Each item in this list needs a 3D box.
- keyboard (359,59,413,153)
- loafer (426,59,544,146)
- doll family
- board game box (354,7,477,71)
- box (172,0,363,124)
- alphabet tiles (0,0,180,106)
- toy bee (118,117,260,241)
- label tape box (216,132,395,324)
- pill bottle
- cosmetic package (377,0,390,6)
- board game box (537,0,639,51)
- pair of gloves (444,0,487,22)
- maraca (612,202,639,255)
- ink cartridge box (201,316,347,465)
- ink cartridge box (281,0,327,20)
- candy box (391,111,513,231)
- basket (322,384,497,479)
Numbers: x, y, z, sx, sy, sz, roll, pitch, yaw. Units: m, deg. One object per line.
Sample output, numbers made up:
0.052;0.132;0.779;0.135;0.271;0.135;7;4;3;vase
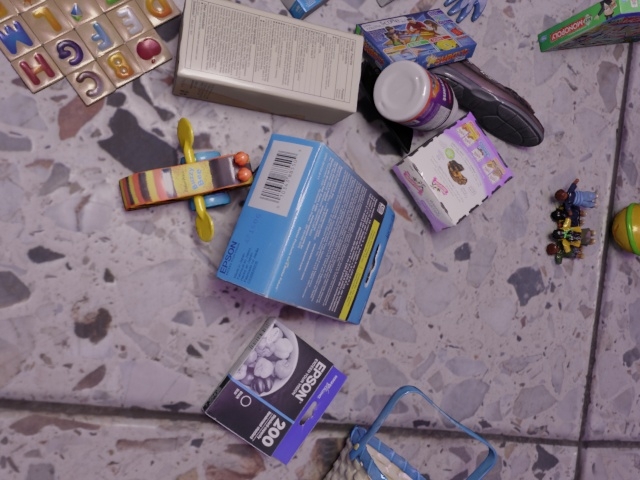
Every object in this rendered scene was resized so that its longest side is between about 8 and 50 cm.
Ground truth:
0.123;-0.262;1.012;0.192;0.038;0.100;48;45;-33;keyboard
0.359;-0.308;1.081;0.303;0.109;0.095;27;75;-14;loafer
0.572;-0.042;1.174;0.112;0.076;0.192;6;82;-16;doll family
0.186;-0.395;1.014;0.201;0.035;0.136;-18;58;-19;board game box
-0.092;-0.309;0.905;0.312;0.121;0.147;8;87;-20;box
-0.417;-0.412;0.846;0.285;0.011;0.342;-37;102;-17;alphabet tiles
-0.180;-0.117;0.851;0.298;0.162;0.195;-35;99;-17;toy bee
0.000;0.000;0.915;0.348;0.115;0.248;30;78;-60;label tape box
0.192;-0.267;0.979;0.194;0.108;0.107;-3;91;-56;pill bottle
0.117;-0.599;1.005;0.117;0.085;0.231;-36;99;-17;cosmetic package
0.687;-0.492;1.142;0.318;0.213;0.046;-13;94;-19;board game box
0.295;-0.576;1.102;0.198;0.023;0.159;45;74;-15;pair of gloves
0.766;-0.031;1.232;0.186;0.099;0.127;-17;98;-45;maraca
-0.072;0.284;0.948;0.208;0.045;0.206;40;76;-16;ink cartridge box
-0.042;-0.492;0.962;0.088;0.052;0.122;-43;102;-15;ink cartridge box
0.270;-0.139;1.041;0.196;0.070;0.164;-36;93;-24;candy box
0.160;0.438;0.947;0.255;0.201;0.288;38;87;-15;basket
